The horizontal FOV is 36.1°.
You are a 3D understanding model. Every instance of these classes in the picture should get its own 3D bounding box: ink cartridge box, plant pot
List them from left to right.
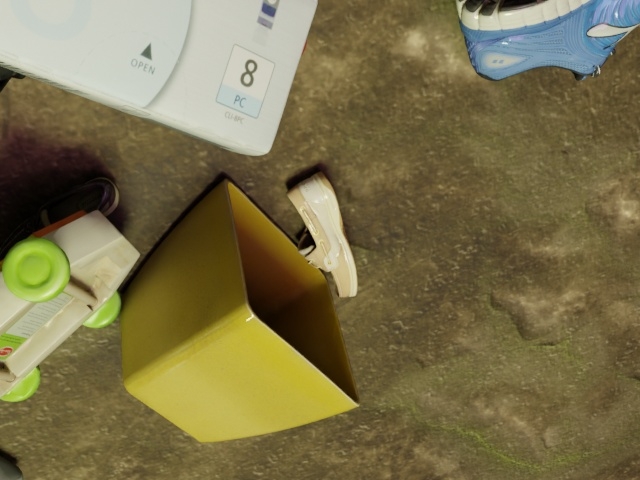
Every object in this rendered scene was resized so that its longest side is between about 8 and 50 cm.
[{"bbox_3d":[-0.111,-0.290,0.759,0.308,0.091,0.385,17,93,-46],"label":"ink cartridge box"},{"bbox_3d":[-0.105,0.102,1.098,0.187,0.212,0.212,-32,131,15],"label":"plant pot"}]

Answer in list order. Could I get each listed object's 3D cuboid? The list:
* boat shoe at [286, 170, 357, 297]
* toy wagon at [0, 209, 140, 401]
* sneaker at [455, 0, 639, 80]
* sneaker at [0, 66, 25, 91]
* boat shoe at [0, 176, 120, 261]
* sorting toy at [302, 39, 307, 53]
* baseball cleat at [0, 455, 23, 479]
[{"bbox_3d":[0.000,0.000,1.158,0.059,0.063,0.170,-21,120,-7],"label":"boat shoe"},{"bbox_3d":[-0.324,0.110,0.961,0.344,0.068,0.267,-43,173,-8],"label":"toy wagon"},{"bbox_3d":[0.300,-0.268,1.080,0.330,0.130,0.147,-19,143,-7],"label":"sneaker"},{"bbox_3d":[-0.304,-0.162,0.794,0.202,0.185,0.483,19,104,-40],"label":"sneaker"},{"bbox_3d":[-0.277,-0.016,1.013,0.152,0.056,0.049,-41,174,-3],"label":"boat shoe"},{"bbox_3d":[-0.048,-0.228,0.990,0.061,0.042,0.102,-19,118,-31],"label":"sorting toy"},{"bbox_3d":[-0.416,0.234,1.125,0.206,0.072,0.109,28,102,-40],"label":"baseball cleat"}]
